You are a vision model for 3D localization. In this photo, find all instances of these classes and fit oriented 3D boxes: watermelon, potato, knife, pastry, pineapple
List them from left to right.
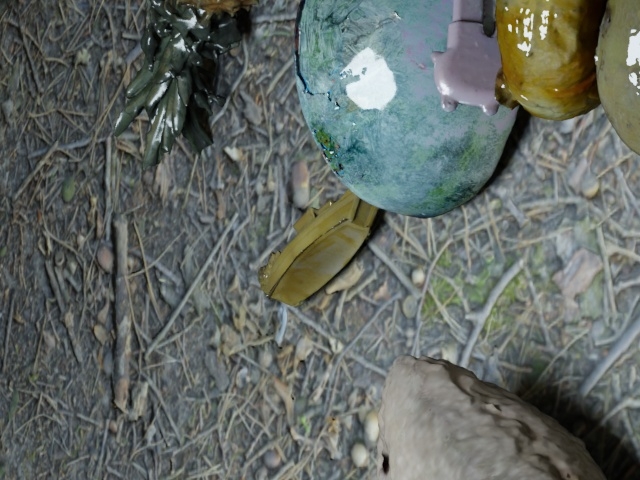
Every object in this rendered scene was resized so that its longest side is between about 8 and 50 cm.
[{"bbox_3d":[-0.149,-0.260,2.308,0.165,0.165,0.364,58,133,41],"label":"pineapple"},{"bbox_3d":[0.097,-0.181,1.909,0.175,0.188,0.322,5,92,56],"label":"watermelon"},{"bbox_3d":[0.165,-0.309,1.857,0.038,0.132,0.398,100,174,-78],"label":"knife"},{"bbox_3d":[0.223,-0.218,1.728,0.100,0.229,0.218,13,55,26],"label":"pastry"},{"bbox_3d":[0.313,-0.188,1.626,0.165,0.165,0.262,22,96,54],"label":"potato"}]

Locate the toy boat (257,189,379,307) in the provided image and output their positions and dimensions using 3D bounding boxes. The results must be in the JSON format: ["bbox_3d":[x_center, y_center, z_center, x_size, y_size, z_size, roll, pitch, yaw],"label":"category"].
[{"bbox_3d":[0.000,0.000,2.137,0.206,0.064,0.072,-44,33,41],"label":"toy boat"}]

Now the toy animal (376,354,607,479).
[{"bbox_3d":[0.164,0.269,1.750,0.358,0.188,0.226,51,136,45],"label":"toy animal"}]

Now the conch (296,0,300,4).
[{"bbox_3d":[0.012,-0.338,2.050,0.159,0.210,0.291,-96,14,-60],"label":"conch"}]
